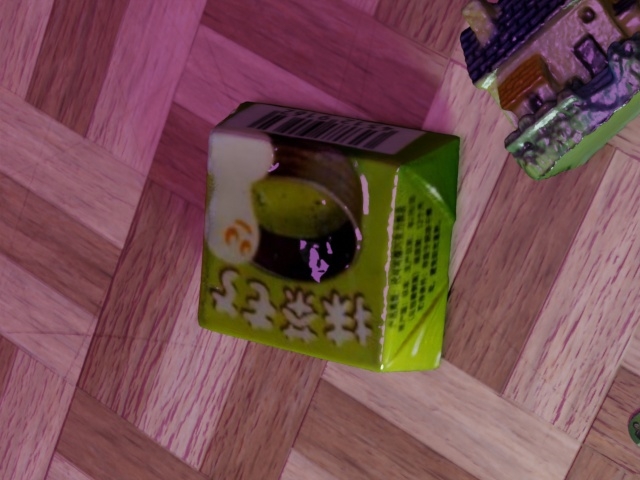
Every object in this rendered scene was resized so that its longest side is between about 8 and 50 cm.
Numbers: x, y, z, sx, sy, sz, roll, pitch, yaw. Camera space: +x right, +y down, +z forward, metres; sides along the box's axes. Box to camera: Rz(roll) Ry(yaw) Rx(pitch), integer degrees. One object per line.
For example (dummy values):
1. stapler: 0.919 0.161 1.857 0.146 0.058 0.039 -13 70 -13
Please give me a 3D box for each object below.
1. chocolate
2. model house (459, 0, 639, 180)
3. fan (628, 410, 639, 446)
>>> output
1. chocolate: 0.000 0.000 1.917 0.300 0.137 0.289 12 106 29
2. model house: 0.254 -0.205 1.705 0.194 0.170 0.211 -43 77 32
3. fan: 0.376 0.224 1.819 0.060 0.003 0.080 2 101 31
